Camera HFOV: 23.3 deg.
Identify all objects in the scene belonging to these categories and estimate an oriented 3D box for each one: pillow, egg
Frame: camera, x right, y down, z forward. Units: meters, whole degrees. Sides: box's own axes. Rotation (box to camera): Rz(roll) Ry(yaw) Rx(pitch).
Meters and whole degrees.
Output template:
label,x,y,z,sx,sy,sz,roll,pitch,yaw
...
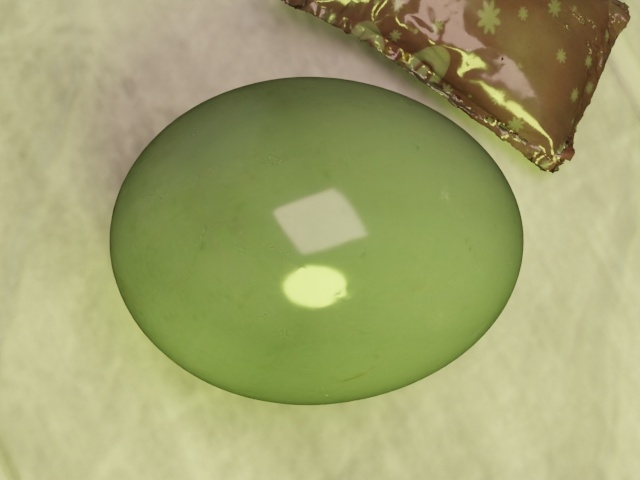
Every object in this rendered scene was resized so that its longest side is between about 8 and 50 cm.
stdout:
label,x,y,z,sx,sy,sz,roll,pitch,yaw
pillow,0.073,-0.127,0.818,0.185,0.043,0.118,29,69,-6
egg,0.000,0.000,0.710,0.192,0.149,0.149,-3,77,-15
